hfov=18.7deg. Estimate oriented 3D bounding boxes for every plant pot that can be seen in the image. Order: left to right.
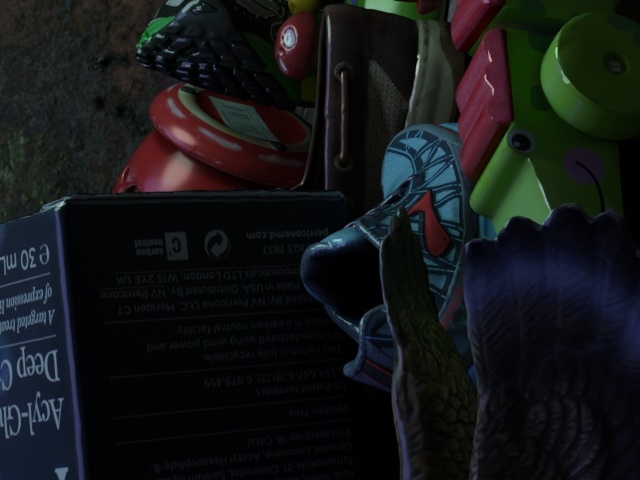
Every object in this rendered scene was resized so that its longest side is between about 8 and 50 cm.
[{"bbox_3d":[-0.086,-0.034,1.718,0.191,0.191,0.174,-106,36,-64],"label":"plant pot"}]

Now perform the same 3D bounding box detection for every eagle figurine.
[{"bbox_3d":[0.063,0.142,0.882,0.298,0.226,0.225,-62,-25,-14],"label":"eagle figurine"}]

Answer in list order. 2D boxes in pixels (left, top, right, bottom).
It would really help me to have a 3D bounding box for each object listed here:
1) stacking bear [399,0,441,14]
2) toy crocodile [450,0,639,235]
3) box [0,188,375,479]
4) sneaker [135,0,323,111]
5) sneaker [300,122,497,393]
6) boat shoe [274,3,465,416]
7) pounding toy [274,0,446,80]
[{"bbox_3d":[0.063,-0.296,1.260,0.175,0.164,0.289,-107,17,-67],"label":"stacking bear"},{"bbox_3d":[0.112,-0.116,1.007,0.115,0.105,0.341,120,156,-60],"label":"toy crocodile"},{"bbox_3d":[-0.126,0.183,1.267,0.293,0.212,0.396,-15,80,54],"label":"box"},{"bbox_3d":[-0.055,-0.191,1.612,0.343,0.134,0.146,-26,-49,-78],"label":"sneaker"},{"bbox_3d":[0.051,0.001,1.163,0.262,0.125,0.104,-100,23,-57],"label":"sneaker"},{"bbox_3d":[0.000,0.000,1.371,0.123,0.123,0.342,-117,42,-70],"label":"boat shoe"},{"bbox_3d":[0.024,-0.191,1.472,0.183,0.110,0.237,-132,51,-75],"label":"pounding toy"}]
